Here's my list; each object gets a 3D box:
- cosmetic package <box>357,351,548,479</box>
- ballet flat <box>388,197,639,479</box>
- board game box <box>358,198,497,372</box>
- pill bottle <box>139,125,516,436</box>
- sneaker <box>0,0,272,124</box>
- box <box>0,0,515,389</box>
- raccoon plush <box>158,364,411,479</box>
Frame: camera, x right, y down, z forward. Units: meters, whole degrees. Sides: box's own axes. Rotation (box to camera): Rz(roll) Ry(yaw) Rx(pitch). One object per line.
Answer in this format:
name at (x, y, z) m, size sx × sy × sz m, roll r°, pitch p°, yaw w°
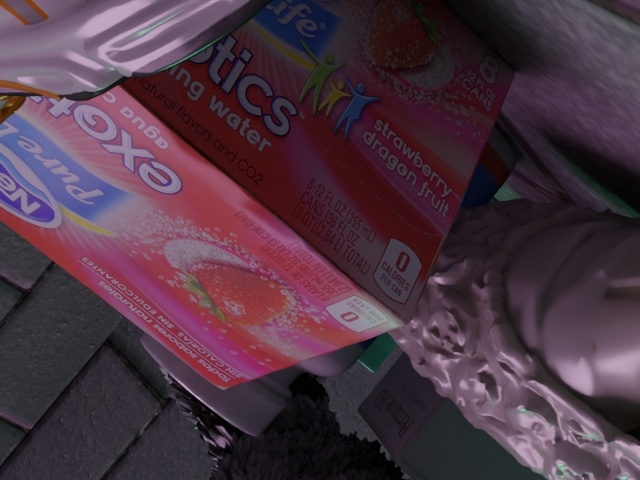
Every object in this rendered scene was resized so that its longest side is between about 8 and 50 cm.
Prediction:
cosmetic package at (0.145, 0.097, 0.848) m, size 0.151 × 0.183 × 0.151 m, roll 40°, pitch 179°, yaw -8°
ballet flat at (0.192, 0.072, 0.568) m, size 0.409 × 0.147 × 0.147 m, roll 36°, pitch 177°, yaw 28°
board game box at (0.059, 0.015, 1.101) m, size 0.047 × 0.160 × 0.210 m, roll 40°, pitch 178°, yaw -11°
pill bottle at (0.000, 0.000, 0.781) m, size 0.124 × 0.221 × 0.124 m, roll 40°, pitch 180°, yaw 0°
sneaker at (-0.082, -0.101, 0.358) m, size 0.262 × 0.099 × 0.121 m, roll -18°, pitch 114°, yaw 37°
box at (-0.084, -0.092, 0.564) m, size 0.300 × 0.154 × 0.142 m, roll 39°, pitch 145°, yaw -20°
raccoon plush at (-0.054, 0.168, 0.820) m, size 0.446 × 0.216 × 0.299 m, roll 40°, pitch 170°, yaw 33°
